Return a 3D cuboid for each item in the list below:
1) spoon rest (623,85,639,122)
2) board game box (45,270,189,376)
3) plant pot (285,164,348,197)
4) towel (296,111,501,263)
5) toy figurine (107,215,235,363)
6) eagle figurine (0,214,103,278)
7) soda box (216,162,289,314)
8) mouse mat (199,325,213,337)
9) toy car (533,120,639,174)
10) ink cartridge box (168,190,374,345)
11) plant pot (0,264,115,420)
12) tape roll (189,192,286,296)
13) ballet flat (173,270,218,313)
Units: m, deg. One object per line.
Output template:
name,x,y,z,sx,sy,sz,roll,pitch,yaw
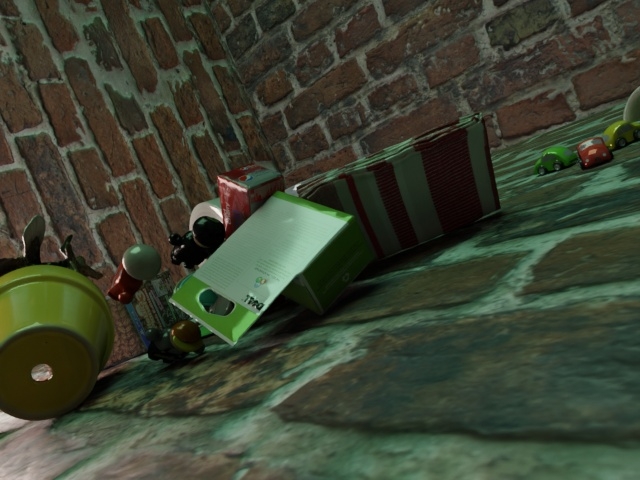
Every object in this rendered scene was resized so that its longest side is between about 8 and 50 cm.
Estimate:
spoon rest,0.717,-0.284,1.069,0.137,0.084,0.276,-14,10,-9
board game box,-0.489,0.202,1.302,0.232,0.141,0.291,-23,4,7
plant pot,0.055,-0.089,1.531,0.293,0.196,0.293,-19,0,0
towel,0.148,-0.067,0.949,0.329,0.237,0.037,-23,45,7
toy figurine,-0.225,0.083,0.915,0.213,0.209,0.148,-27,-7,-45
eagle figurine,-0.629,0.117,1.112,0.298,0.226,0.225,-25,46,-9
soda box,-0.117,0.000,0.986,0.092,0.263,0.083,25,38,38
mouse mat,-0.194,0.164,1.110,0.153,0.007,0.190,-21,6,22
toy car,0.562,-0.195,1.180,0.239,0.053,0.225,-26,6,-33
ink cartridge box,-0.076,0.055,0.829,0.189,0.097,0.255,22,60,44
plant pot,-0.492,0.191,0.956,0.254,0.253,0.239,-25,20,-20
tape roll,-0.162,0.008,1.223,0.169,0.246,0.246,-23,4,-38
ballet flat,-0.249,0.118,1.377,0.123,0.123,0.349,-20,6,35
